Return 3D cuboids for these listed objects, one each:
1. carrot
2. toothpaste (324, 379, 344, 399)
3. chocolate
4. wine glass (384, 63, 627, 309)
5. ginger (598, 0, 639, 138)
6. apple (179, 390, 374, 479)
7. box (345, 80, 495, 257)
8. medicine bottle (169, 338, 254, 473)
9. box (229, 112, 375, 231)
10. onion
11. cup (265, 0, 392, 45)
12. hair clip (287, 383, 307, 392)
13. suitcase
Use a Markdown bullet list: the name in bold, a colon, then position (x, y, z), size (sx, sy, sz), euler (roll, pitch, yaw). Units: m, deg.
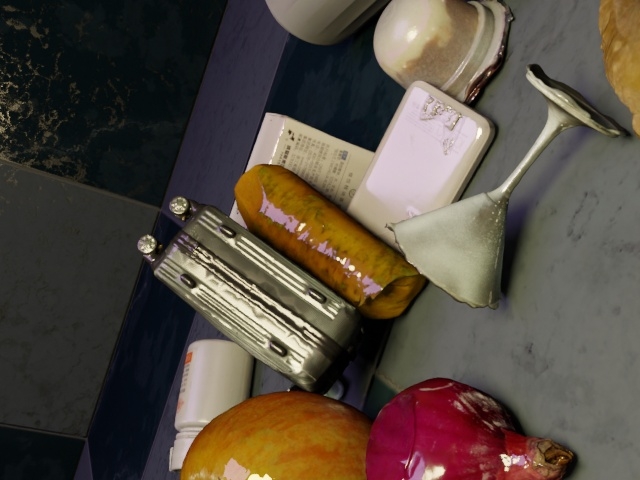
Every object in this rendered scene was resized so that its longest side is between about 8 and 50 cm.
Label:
- **carrot**: position (0.000, 0.000, 0.964), size (0.301, 0.114, 0.114), euler (38, 113, 27)
- **toothpaste**: position (-0.011, 0.213, 1.139), size (0.205, 0.036, 0.056), euler (-158, 84, -70)
- **chocolate**: position (0.152, -0.278, 0.981), size (0.221, 0.147, 0.221), euler (-39, 43, 47)
- **wine glass**: position (0.199, -0.058, 0.736), size (0.232, 0.156, 0.156), euler (-57, 28, 25)
- **ginger**: position (0.339, -0.184, 0.528), size (0.270, 0.123, 0.219), euler (-3, 68, 65)
- **apple**: position (-0.046, 0.322, 0.840), size (0.301, 0.301, 0.302), euler (-46, 35, 46)
- **box**: position (0.120, -0.067, 0.960), size (0.142, 0.044, 0.285), euler (40, 117, 29)
- **medicine bottle**: position (-0.212, 0.333, 1.363), size (0.144, 0.144, 0.252), euler (-40, 39, 51)
- **box**: position (-0.032, -0.049, 1.153), size (0.116, 0.203, 0.274), euler (32, 104, 64)
- **onion**: position (0.142, 0.227, 0.683), size (0.218, 0.139, 0.195), euler (-32, 39, 51)
- **cup**: position (0.069, -0.553, 1.290), size (0.323, 0.237, 0.326), euler (-50, 14, -25)
- **hair clip**: position (-0.076, 0.349, 1.180), size (0.230, 0.039, 0.070), euler (-62, 27, 25)
- **suitcase**: position (-0.088, 0.082, 0.951), size (0.128, 0.312, 0.202), euler (-53, -14, -11)
